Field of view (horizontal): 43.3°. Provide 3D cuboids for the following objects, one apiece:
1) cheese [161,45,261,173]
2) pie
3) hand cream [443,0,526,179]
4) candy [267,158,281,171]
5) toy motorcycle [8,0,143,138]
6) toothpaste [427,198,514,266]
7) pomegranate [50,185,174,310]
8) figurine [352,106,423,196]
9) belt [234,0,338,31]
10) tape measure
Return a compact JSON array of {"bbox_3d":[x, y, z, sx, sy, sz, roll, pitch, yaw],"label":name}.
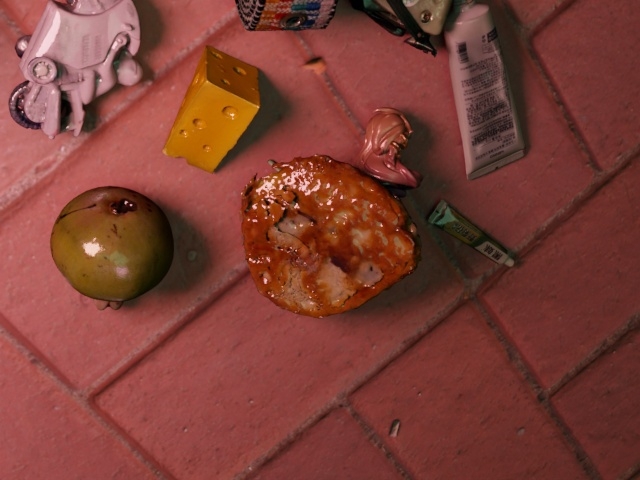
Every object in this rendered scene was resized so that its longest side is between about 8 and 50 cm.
[{"bbox_3d":[-0.172,-0.187,1.244,0.093,0.126,0.171,20,122,-22],"label":"cheese"},{"bbox_3d":[0.000,0.000,1.311,0.308,0.085,0.308,4,117,8],"label":"pie"},{"bbox_3d":[0.271,-0.269,1.373,0.124,0.078,0.341,-25,123,-10],"label":"hand cream"},{"bbox_3d":[-0.016,-0.068,1.354,0.201,0.060,0.060,43,92,-19],"label":"candy"},{"bbox_3d":[-0.330,-0.262,1.146,0.170,0.110,0.260,17,108,-35],"label":"toy motorcycle"},{"bbox_3d":[0.281,-0.006,1.480,0.204,0.031,0.049,32,96,-23],"label":"toothpaste"},{"bbox_3d":[-0.310,0.027,1.211,0.179,0.179,0.211,-7,111,-16],"label":"pomegranate"},{"bbox_3d":[0.109,-0.137,1.330,0.114,0.126,0.157,-34,128,-54],"label":"figurine"},{"bbox_3d":[-0.050,-0.423,1.123,0.150,0.207,0.258,-6,118,-19],"label":"belt"},{"bbox_3d":[0.120,-0.424,1.231,0.207,0.115,0.235,11,105,-24],"label":"tape measure"}]
